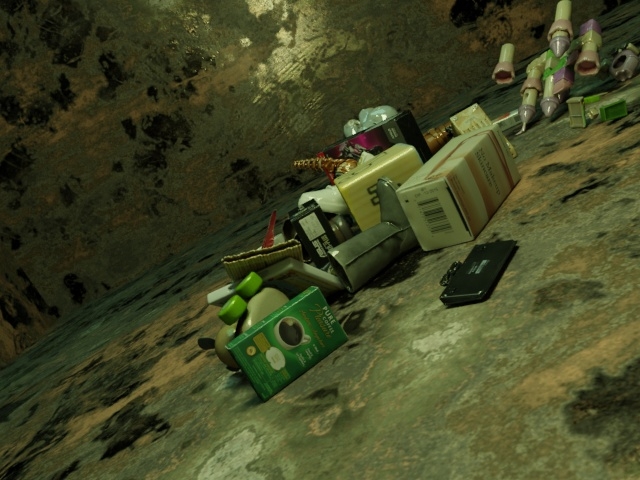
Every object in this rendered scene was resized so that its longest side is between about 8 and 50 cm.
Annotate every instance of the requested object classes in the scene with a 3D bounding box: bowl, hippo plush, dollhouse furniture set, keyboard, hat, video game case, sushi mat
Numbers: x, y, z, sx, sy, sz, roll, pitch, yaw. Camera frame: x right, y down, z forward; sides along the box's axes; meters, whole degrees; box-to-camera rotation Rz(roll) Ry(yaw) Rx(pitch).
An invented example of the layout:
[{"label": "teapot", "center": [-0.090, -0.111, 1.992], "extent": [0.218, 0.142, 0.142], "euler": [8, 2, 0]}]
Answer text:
[{"label": "bowl", "center": [-0.160, 0.041, 1.706], "extent": [0.142, 0.053, 0.142], "euler": [-36, 6, -13]}, {"label": "hippo plush", "center": [0.173, -0.389, 2.113], "extent": [0.294, 0.234, 0.236], "euler": [-46, -15, -3]}, {"label": "dollhouse furniture set", "center": [0.668, -0.318, 1.422], "extent": [0.058, 0.076, 0.151], "euler": [-18, 13, -6]}, {"label": "keyboard", "center": [0.256, 0.053, 0.978], "extent": [0.108, 0.023, 0.180], "euler": [-10, 21, 40]}, {"label": "hat", "center": [-0.190, 0.062, 1.578], "extent": [0.173, 0.183, 0.208], "euler": [-17, 17, 46]}, {"label": "video game case", "center": [-0.085, 0.106, 1.222], "extent": [0.206, 0.026, 0.227], "euler": [-24, -26, 23]}, {"label": "sushi mat", "center": [-0.104, 0.082, 1.212], "extent": [0.151, 0.019, 0.316], "euler": [-14, -23, -4]}]

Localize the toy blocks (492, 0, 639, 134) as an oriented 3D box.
[{"label": "toy blocks", "center": [0.697, -0.458, 1.686], "extent": [0.288, 0.309, 0.260], "euler": [-32, 38, 59]}]

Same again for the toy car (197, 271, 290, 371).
[{"label": "toy car", "center": [-0.144, 0.182, 1.104], "extent": [0.188, 0.155, 0.149], "euler": [-39, 13, 33]}]

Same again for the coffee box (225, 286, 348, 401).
[{"label": "coffee box", "center": [-0.055, 0.173, 0.997], "extent": [0.184, 0.113, 0.040], "euler": [-35, 10, -17]}]

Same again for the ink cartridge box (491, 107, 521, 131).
[{"label": "ink cartridge box", "center": [0.623, -0.410, 1.949], "extent": [0.145, 0.045, 0.179], "euler": [-24, 16, 21]}]

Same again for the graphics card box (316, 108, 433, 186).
[{"label": "graphics card box", "center": [0.175, -0.235, 1.825], "extent": [0.371, 0.233, 0.094], "euler": [-14, 19, 49]}]

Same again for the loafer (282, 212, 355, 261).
[{"label": "loafer", "center": [-0.040, -0.015, 1.659], "extent": [0.130, 0.134, 0.366], "euler": [-34, 13, -19]}]

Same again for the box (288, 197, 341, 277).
[{"label": "box", "center": [0.000, 0.000, 1.399], "extent": [0.077, 0.180, 0.147], "euler": [-29, 12, 1]}]

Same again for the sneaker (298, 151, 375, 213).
[{"label": "sneaker", "center": [0.083, -0.157, 1.573], "extent": [0.292, 0.169, 0.108], "euler": [-1, 12, -20]}]

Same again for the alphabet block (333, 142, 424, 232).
[{"label": "alphabet block", "center": [0.164, -0.103, 1.408], "extent": [0.197, 0.193, 0.192], "euler": [-29, 10, 4]}]

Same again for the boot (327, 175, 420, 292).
[{"label": "boot", "center": [0.103, -0.017, 1.252], "extent": [0.208, 0.189, 0.076], "euler": [-28, -4, -12]}]

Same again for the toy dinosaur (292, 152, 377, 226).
[{"label": "toy dinosaur", "center": [0.083, -0.164, 1.728], "extent": [0.322, 0.218, 0.164], "euler": [23, 8, 24]}]

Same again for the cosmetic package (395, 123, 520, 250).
[{"label": "cosmetic package", "center": [0.305, -0.120, 1.261], "extent": [0.129, 0.153, 0.296], "euler": [-16, 20, 43]}]

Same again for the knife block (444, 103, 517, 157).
[{"label": "knife block", "center": [0.456, -0.260, 1.684], "extent": [0.088, 0.242, 0.275], "euler": [-30, 57, 4]}]

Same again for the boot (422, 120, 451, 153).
[{"label": "boot", "center": [0.386, -0.333, 2.046], "extent": [0.220, 0.109, 0.283], "euler": [-29, -1, 24]}]
